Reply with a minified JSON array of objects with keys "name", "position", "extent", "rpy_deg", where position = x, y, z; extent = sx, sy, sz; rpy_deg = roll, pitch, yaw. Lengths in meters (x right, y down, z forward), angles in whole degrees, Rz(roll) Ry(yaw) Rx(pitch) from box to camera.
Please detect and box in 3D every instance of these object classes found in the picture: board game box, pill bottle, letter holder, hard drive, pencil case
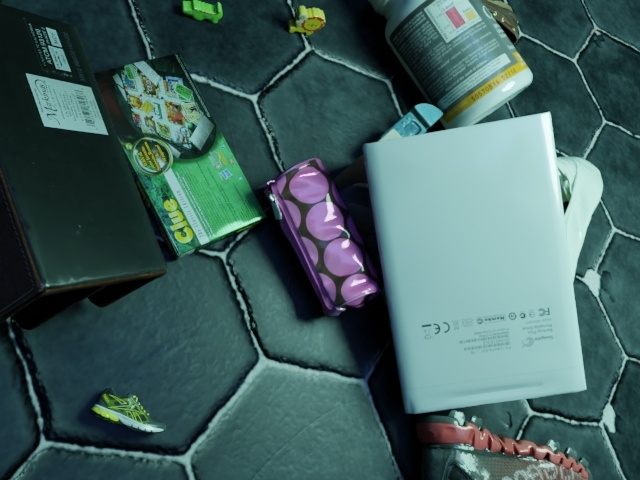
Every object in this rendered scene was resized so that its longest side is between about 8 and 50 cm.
[{"name":"board game box","position":[-0.188,-0.115,0.753],"extent":[0.136,0.030,0.259],"rpy_deg":[-25,85,-33]},{"name":"pill bottle","position":[0.206,-0.329,0.946],"extent":[0.162,0.162,0.278],"rpy_deg":[-33,89,-31]},{"name":"letter holder","position":[-0.333,-0.057,0.607],"extent":[0.152,0.214,0.301],"rpy_deg":[-8,73,-61]},{"name":"hard drive","position":[0.196,0.033,0.741],"extent":[0.233,0.047,0.352],"rpy_deg":[-9,95,5]},{"name":"pencil case","position":[0.000,0.000,0.770],"extent":[0.098,0.095,0.209],"rpy_deg":[-25,85,-52]}]

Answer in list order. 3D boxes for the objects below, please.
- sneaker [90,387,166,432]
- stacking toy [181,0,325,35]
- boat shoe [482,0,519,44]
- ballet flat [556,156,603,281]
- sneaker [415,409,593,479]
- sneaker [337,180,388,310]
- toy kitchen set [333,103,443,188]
[{"name":"sneaker","position":[-0.207,0.188,0.634],"extent":[0.083,0.031,0.035],"rpy_deg":[26,62,-16]},{"name":"stacking toy","position":[-0.107,-0.411,0.883],"extent":[0.221,0.052,0.166],"rpy_deg":[-2,73,-26]},{"name":"boat shoe","position":[0.288,-0.413,1.067],"extent":[0.207,0.073,0.073],"rpy_deg":[2,70,-25]},{"name":"ballet flat","position":[0.345,-0.048,0.895],"extent":[0.139,0.139,0.400],"rpy_deg":[41,49,-8]},{"name":"sneaker","position":[0.247,0.324,0.775],"extent":[0.276,0.097,0.135],"rpy_deg":[20,64,-17]},{"name":"sneaker","position":[0.121,0.034,0.809],"extent":[0.283,0.110,0.122],"rpy_deg":[42,63,-8]},{"name":"toy kitchen set","position":[0.160,-0.107,0.867],"extent":[0.166,0.122,0.207],"rpy_deg":[48,59,-4]}]
